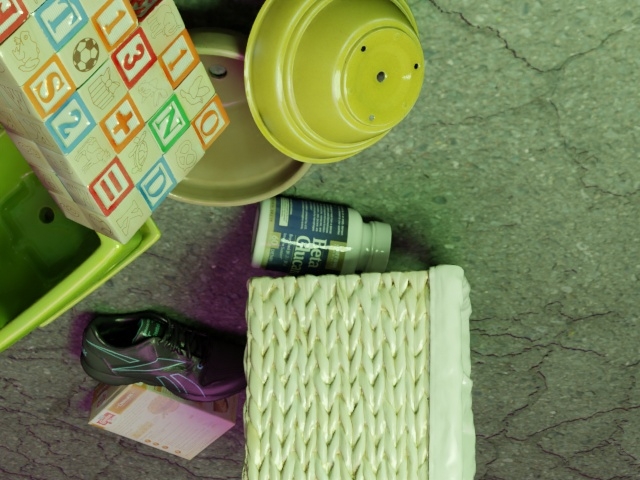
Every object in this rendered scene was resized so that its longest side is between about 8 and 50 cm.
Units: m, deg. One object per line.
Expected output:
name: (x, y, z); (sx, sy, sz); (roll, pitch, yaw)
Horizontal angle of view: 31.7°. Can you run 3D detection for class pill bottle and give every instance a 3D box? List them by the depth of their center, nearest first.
pill bottle: (0.000, 0.000, 1.428); (0.169, 0.094, 0.094); (8, 139, -7)

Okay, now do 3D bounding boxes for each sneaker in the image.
sneaker: (-0.216, 0.165, 1.626); (0.267, 0.101, 0.106); (4, 137, -3)

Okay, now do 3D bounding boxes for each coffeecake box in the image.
coffeecake box: (-0.245, 0.259, 1.760); (0.185, 0.068, 0.142); (26, 134, -25)

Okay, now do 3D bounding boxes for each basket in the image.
basket: (0.062, 0.216, 1.428); (0.266, 0.331, 0.328); (-2, 169, 9)

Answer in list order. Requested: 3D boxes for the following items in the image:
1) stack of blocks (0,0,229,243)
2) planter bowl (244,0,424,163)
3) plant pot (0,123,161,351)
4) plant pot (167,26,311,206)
stack of blocks: (-0.209, -0.159, 1.005); (0.087, 0.171, 0.297); (22, 153, 32)
planter bowl: (0.038, -0.172, 1.134); (0.217, 0.090, 0.217); (-13, 114, -32)
plant pot: (-0.330, -0.023, 1.265); (0.227, 0.207, 0.228); (-37, 86, 12)
plant pot: (-0.117, -0.154, 1.242); (0.237, 0.110, 0.237); (2, 139, 1)
